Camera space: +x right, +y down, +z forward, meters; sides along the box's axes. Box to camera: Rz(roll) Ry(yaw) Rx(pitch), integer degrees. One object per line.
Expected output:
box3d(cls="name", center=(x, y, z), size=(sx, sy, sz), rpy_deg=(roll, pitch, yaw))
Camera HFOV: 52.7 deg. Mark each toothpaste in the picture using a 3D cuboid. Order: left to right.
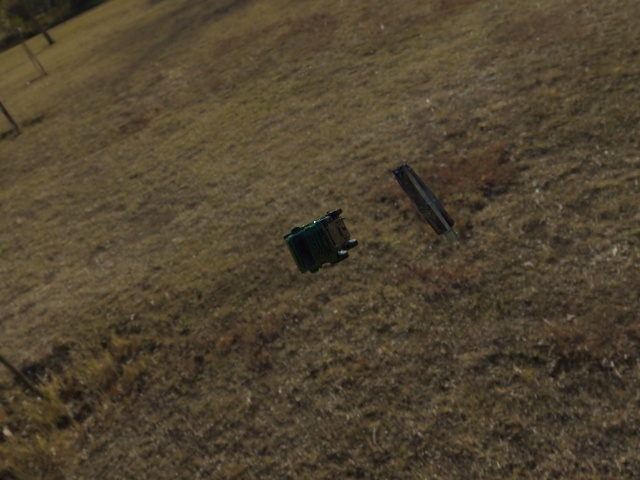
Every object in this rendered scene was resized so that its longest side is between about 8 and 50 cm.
box3d(cls="toothpaste", center=(0.092, -0.032, 0.561), size=(0.019, 0.083, 0.027), rpy_deg=(-45, 13, -20))

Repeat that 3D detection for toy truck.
box3d(cls="toy truck", center=(0.000, 0.000, 0.879), size=(0.079, 0.065, 0.147), rpy_deg=(-26, 3, 12))
